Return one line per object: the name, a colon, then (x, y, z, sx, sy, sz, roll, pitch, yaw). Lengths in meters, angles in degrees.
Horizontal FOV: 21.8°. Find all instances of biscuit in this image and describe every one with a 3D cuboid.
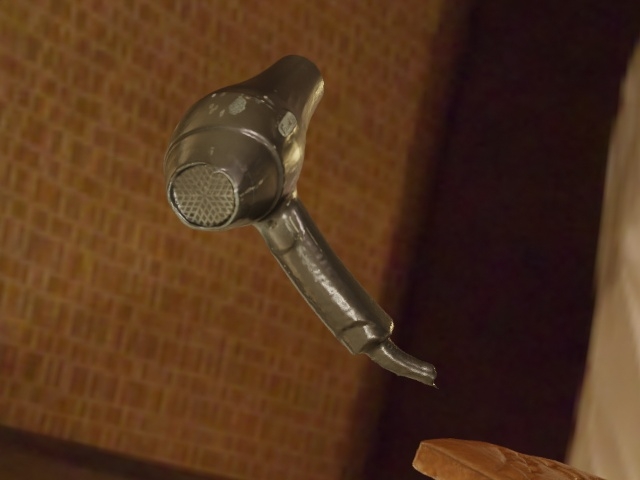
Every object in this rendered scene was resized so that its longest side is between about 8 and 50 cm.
biscuit: (0.221, 0.224, 1.377, 0.284, 0.306, 0.043, -126, -120, -78)

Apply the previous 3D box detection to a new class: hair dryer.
hair dryer: (0.000, 0.000, 1.195, 0.272, 0.091, 0.235, 58, 26, -12)
